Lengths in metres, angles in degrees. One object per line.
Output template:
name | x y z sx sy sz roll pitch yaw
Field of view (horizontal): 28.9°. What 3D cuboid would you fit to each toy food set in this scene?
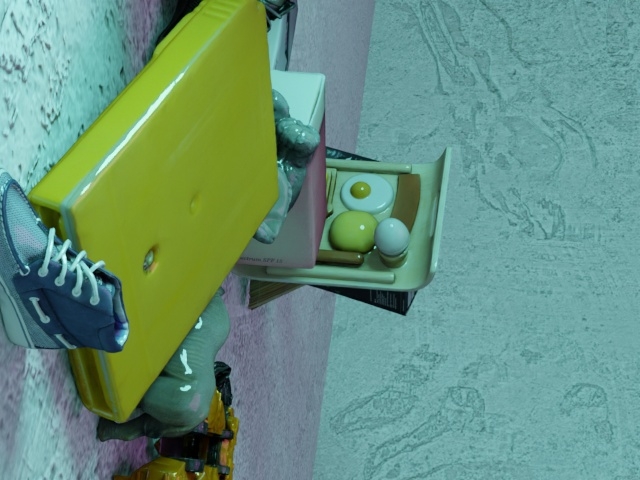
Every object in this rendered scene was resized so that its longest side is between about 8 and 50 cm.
toy food set | 0.024 -0.051 1.761 0.092 0.306 0.219 81 16 -57

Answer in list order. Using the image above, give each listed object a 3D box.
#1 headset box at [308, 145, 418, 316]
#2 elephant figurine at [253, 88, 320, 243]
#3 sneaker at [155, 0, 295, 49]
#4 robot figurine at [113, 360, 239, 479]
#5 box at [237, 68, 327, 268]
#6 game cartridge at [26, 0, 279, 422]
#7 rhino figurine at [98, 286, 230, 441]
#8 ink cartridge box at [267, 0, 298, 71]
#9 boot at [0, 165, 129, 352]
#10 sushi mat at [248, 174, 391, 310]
headset box | 0.043 -0.025 2.175 0.246 0.283 0.131 86 26 -49
elephant figurine | -0.115 -0.063 1.383 0.169 0.186 0.239 -41 -175 35
sneaker | -0.098 -0.227 1.309 0.087 0.130 0.227 44 33 -25
robot figurine | -0.154 0.231 1.399 0.291 0.085 0.211 65 30 -76
box | -0.072 -0.092 1.605 0.126 0.149 0.232 -77 169 -49
game cartridge | -0.134 -0.040 1.124 0.285 0.053 0.323 88 25 -46
rhino figurine | -0.147 0.097 1.256 0.073 0.106 0.243 88 9 -49
ink cartridge box | -0.083 -0.310 1.773 0.239 0.060 0.275 86 10 -60
boot | -0.191 0.015 0.890 0.190 0.086 0.069 86 11 -55
sushi mat | 0.000 0.000 1.917 0.019 0.317 0.151 30 52 -33
